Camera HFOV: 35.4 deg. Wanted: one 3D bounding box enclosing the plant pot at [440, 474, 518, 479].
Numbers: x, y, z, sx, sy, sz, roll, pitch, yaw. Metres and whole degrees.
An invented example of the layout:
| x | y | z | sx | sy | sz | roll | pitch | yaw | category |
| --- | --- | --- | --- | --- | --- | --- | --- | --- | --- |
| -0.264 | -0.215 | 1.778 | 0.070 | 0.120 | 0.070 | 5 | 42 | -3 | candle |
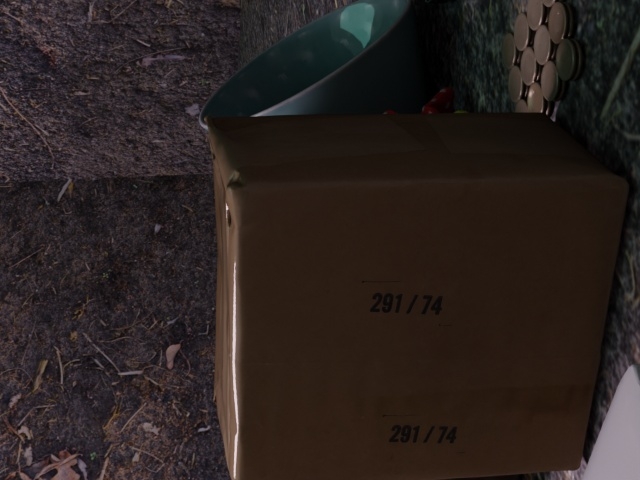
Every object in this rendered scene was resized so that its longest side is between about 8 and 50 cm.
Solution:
| x | y | z | sx | sy | sz | roll | pitch | yaw | category |
| --- | --- | --- | --- | --- | --- | --- | --- | --- | --- |
| 0.100 | 0.271 | 1.109 | 0.229 | 0.263 | 0.263 | -54 | 37 | 44 | plant pot |

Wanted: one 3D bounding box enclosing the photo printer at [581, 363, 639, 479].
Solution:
| x | y | z | sx | sy | sz | roll | pitch | yaw | category |
| --- | --- | --- | --- | --- | --- | --- | --- | --- | --- |
| 0.238 | 0.255 | 0.622 | 0.256 | 0.107 | 0.308 | -105 | 16 | -49 | photo printer |

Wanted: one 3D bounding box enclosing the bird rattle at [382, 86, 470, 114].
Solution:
| x | y | z | sx | sy | sz | roll | pitch | yaw | category |
| --- | --- | --- | --- | --- | --- | --- | --- | --- | --- |
| 0.129 | -0.048 | 1.096 | 0.253 | 0.143 | 0.207 | -129 | 20 | -77 | bird rattle |

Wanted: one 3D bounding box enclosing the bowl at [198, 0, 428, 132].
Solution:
| x | y | z | sx | sy | sz | roll | pitch | yaw | category |
| --- | --- | --- | --- | --- | --- | --- | --- | --- | --- |
| 0.016 | -0.173 | 1.302 | 0.163 | 0.311 | 0.311 | 57 | -179 | -22 | bowl |

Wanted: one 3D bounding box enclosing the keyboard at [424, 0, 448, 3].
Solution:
| x | y | z | sx | sy | sz | roll | pitch | yaw | category |
| --- | --- | --- | --- | --- | --- | --- | --- | --- | --- |
| 0.134 | -0.438 | 1.186 | 0.201 | 0.033 | 0.317 | 171 | 97 | -73 | keyboard |

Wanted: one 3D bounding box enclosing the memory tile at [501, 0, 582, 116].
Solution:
| x | y | z | sx | sy | sz | roll | pitch | yaw | category |
| --- | --- | --- | --- | --- | --- | --- | --- | --- | --- |
| 0.204 | -0.172 | 0.932 | 0.148 | 0.012 | 0.113 | 115 | 150 | -67 | memory tile |

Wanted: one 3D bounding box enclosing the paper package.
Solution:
| x | y | z | sx | sy | sz | roll | pitch | yaw | category |
| --- | --- | --- | --- | --- | --- | --- | --- | --- | --- |
| 0.068 | 0.051 | 0.879 | 0.168 | 0.324 | 0.310 | -115 | 24 | -62 | paper package |
